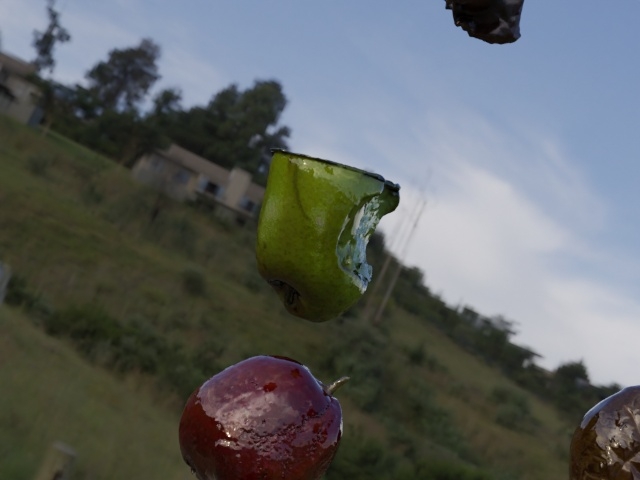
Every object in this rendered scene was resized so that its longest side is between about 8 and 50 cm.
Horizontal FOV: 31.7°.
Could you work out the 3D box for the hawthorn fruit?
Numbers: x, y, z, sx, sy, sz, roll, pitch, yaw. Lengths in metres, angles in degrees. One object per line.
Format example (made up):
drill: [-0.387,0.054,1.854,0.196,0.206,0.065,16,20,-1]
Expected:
hawthorn fruit: [-0.047,0.173,1.043,0.148,0.172,0.148,50,0,0]

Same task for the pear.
pear: [0.000,0.000,1.767,0.164,0.256,0.238,17,-2,27]

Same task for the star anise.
star anise: [0.169,-0.337,1.306,0.125,0.220,0.190,-17,-36,12]

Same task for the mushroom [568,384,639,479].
mushroom: [0.446,0.324,1.525,0.253,0.253,0.153,26,1,-10]
